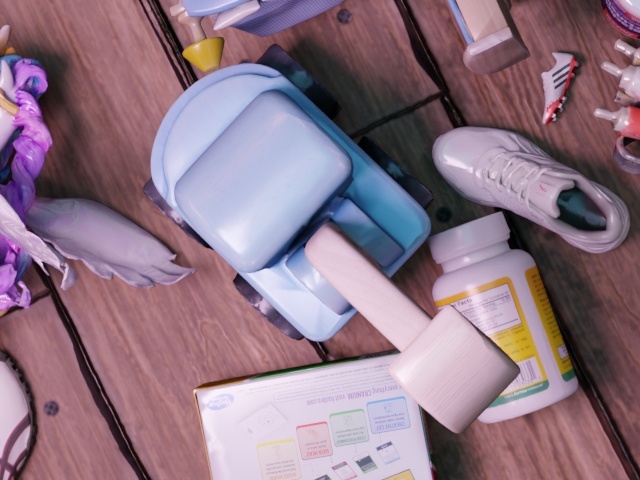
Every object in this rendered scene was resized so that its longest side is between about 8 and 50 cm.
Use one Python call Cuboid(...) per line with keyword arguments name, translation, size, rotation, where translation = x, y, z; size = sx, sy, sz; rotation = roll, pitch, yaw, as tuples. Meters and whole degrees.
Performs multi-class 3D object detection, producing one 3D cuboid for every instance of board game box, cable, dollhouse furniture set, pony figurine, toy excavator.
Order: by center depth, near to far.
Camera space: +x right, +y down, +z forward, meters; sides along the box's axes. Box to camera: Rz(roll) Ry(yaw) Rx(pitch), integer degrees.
Cuboid(name="toy excavator", translation=(0.000, 0.000, 1.434), size=(0.433, 0.445, 0.222), rotation=(44, 94, 5))
Cuboid(name="dollhouse furniture set", translation=(0.038, -0.217, 1.526), size=(0.303, 0.286, 0.198), rotation=(-24, 83, 14))
Cuboid(name="cable", translation=(0.429, -0.117, 1.568), size=(0.287, 0.072, 0.139), rotation=(17, 66, 9))
Cuboid(name="pony figurine", translation=(-0.359, -0.008, 1.573), size=(0.351, 0.303, 0.363), rotation=(43, 98, 20))
Cuboid(name="board game box", translation=(0.011, 0.291, 1.588), size=(0.242, 0.064, 0.316), rotation=(-10, 90, 6))

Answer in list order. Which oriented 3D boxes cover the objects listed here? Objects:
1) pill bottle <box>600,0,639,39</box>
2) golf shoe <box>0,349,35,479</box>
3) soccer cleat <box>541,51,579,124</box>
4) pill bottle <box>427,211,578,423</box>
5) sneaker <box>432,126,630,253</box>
Cuboid(name="pill bottle", translation=(0.346, -0.266, 1.527), size=(0.108, 0.193, 0.108), rotation=(0, 89, 6))
Cuboid(name="golf shoe", translation=(-0.386, 0.255, 1.637), size=(0.105, 0.120, 0.272), rotation=(3, 88, 7))
Cuboid(name="soccer cleat", translation=(0.256, -0.168, 1.620), size=(0.036, 0.029, 0.083), rotation=(22, 89, 14))
Cuboid(name="pill bottle", translation=(0.189, 0.080, 1.579), size=(0.118, 0.117, 0.208), rotation=(-20, 88, 5))
Cuboid(name="sneaker", translation=(0.229, -0.062, 1.576), size=(0.232, 0.115, 0.090), rotation=(23, 92, 6))
